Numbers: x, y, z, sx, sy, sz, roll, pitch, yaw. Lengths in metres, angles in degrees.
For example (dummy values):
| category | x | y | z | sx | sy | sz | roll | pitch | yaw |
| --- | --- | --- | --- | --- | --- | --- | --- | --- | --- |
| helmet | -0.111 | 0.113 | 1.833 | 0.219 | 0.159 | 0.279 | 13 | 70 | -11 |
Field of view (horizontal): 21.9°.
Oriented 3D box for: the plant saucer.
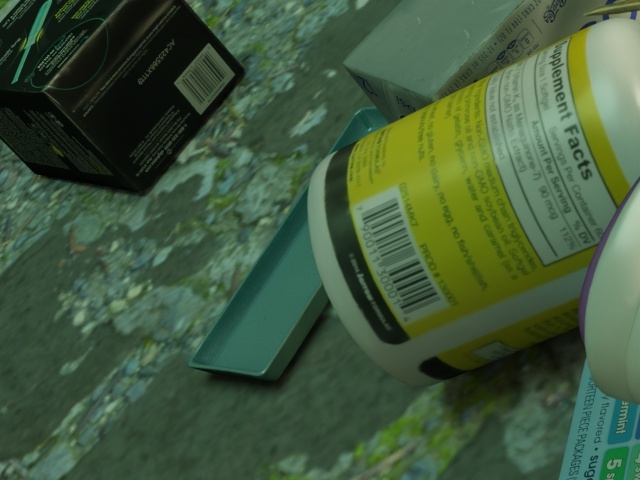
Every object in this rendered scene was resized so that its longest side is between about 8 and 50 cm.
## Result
| category | x | y | z | sx | sy | sz | roll | pitch | yaw |
| --- | --- | --- | --- | --- | --- | --- | --- | --- | --- |
| plant saucer | 0.000 | 0.000 | 0.911 | 0.067 | 0.018 | 0.192 | 2 | 52 | 49 |

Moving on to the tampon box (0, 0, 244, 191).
| category | x | y | z | sx | sy | sz | roll | pitch | yaw |
| --- | --- | --- | --- | --- | --- | --- | --- | --- | --- |
| tampon box | -0.158 | -0.114 | 1.147 | 0.120 | 0.101 | 0.161 | -52 | 32 | -17 |

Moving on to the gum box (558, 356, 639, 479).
| category | x | y | z | sx | sy | sz | roll | pitch | yaw |
| --- | --- | --- | --- | --- | --- | --- | --- | --- | --- |
| gum box | 0.175 | 0.077 | 0.597 | 0.184 | 0.041 | 0.157 | -16 | 39 | 37 |

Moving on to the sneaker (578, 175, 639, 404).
| category | x | y | z | sx | sy | sz | roll | pitch | yaw |
| --- | --- | --- | --- | --- | --- | --- | --- | --- | --- |
| sneaker | 0.225 | -0.046 | 0.565 | 0.152 | 0.114 | 0.305 | 30 | 82 | 35 |

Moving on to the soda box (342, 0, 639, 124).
| category | x | y | z | sx | sy | sz | roll | pitch | yaw |
| --- | --- | --- | --- | --- | --- | --- | --- | --- | --- |
| soda box | 0.152 | -0.152 | 0.861 | 0.286 | 0.091 | 0.098 | -47 | 31 | -8 |

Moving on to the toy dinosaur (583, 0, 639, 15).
| category | x | y | z | sx | sy | sz | roll | pitch | yaw |
| --- | --- | --- | --- | --- | --- | --- | --- | --- | --- |
| toy dinosaur | 0.208 | -0.160 | 0.677 | 0.112 | 0.064 | 0.211 | 47 | 115 | 52 |

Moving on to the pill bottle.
| category | x | y | z | sx | sy | sz | roll | pitch | yaw |
| --- | --- | --- | --- | --- | --- | --- | --- | --- | --- |
| pill bottle | 0.109 | -0.024 | 0.721 | 0.209 | 0.119 | 0.119 | -24 | 35 | 25 |
